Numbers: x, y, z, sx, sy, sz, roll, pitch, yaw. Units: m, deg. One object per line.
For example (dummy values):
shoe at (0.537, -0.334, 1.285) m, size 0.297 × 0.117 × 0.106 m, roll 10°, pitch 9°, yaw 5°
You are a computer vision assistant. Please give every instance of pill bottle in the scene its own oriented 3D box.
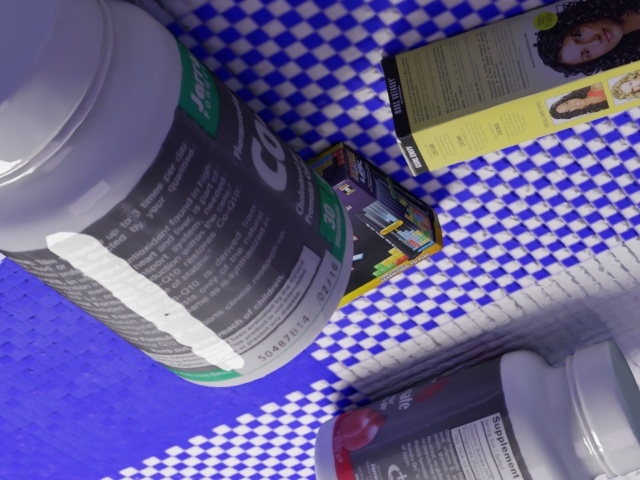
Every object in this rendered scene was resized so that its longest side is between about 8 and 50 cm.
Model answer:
pill bottle at (-0.147, -0.050, 1.194) m, size 0.204 × 0.204 × 0.361 m, roll -25°, pitch 140°, yaw 21°
pill bottle at (0.168, 0.215, 1.618) m, size 0.318 × 0.176 × 0.176 m, roll -22°, pitch 141°, yaw 17°

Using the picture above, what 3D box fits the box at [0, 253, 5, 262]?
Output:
box at (-0.310, -0.014, 1.272) m, size 0.072 × 0.126 × 0.137 m, roll 26°, pitch 130°, yaw -34°

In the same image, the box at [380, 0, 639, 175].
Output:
box at (0.168, -0.130, 1.249) m, size 0.232 × 0.087 × 0.058 m, roll -18°, pitch 144°, yaw 11°

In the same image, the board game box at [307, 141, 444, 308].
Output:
board game box at (0.000, 0.000, 1.414) m, size 0.170 × 0.048 × 0.141 m, roll -31°, pitch 138°, yaw 27°
